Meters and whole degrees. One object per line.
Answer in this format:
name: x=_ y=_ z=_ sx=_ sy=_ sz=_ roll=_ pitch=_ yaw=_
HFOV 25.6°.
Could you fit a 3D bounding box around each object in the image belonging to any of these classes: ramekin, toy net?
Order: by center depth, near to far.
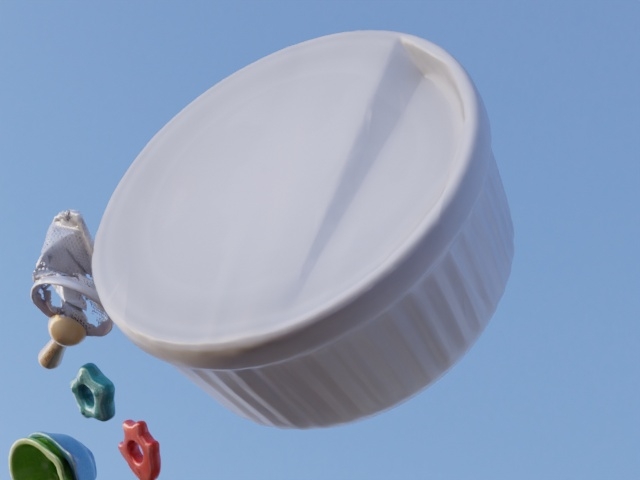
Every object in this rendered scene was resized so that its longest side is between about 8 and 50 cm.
ramekin: x=0.000 y=0.000 z=0.907 sx=0.273 sy=0.272 sz=0.127 roll=-14 pitch=-47 yaw=26
toy net: x=-0.165 y=0.096 z=0.957 sx=0.122 sy=0.045 sz=0.232 roll=20 pitch=-61 yaw=40
